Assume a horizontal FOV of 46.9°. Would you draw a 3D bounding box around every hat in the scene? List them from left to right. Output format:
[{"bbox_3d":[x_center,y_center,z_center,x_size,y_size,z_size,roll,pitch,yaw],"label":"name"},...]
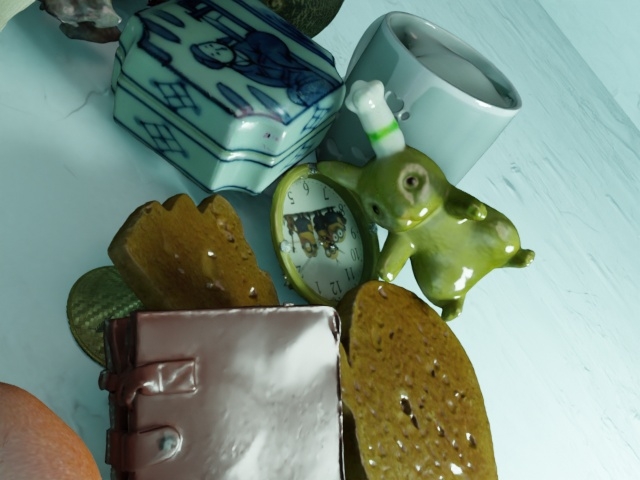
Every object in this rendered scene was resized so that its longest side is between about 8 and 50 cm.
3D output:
[{"bbox_3d":[-0.208,0.075,0.845,0.146,0.067,0.146,26,43,-27],"label":"hat"}]

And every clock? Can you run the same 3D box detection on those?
[{"bbox_3d":[0.000,0.000,1.100,0.237,0.057,0.237,24,57,-42],"label":"clock"}]

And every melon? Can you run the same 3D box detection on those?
[{"bbox_3d":[-0.069,-0.491,1.330,0.249,0.248,0.329,29,38,-23],"label":"melon"}]

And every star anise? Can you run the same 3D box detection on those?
[{"bbox_3d":[-0.364,-0.353,0.975,0.257,0.198,0.110,43,70,-4],"label":"star anise"}]

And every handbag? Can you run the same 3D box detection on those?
[{"bbox_3d":[-0.093,0.196,0.773,0.276,0.084,0.260,4,84,-43],"label":"handbag"}]

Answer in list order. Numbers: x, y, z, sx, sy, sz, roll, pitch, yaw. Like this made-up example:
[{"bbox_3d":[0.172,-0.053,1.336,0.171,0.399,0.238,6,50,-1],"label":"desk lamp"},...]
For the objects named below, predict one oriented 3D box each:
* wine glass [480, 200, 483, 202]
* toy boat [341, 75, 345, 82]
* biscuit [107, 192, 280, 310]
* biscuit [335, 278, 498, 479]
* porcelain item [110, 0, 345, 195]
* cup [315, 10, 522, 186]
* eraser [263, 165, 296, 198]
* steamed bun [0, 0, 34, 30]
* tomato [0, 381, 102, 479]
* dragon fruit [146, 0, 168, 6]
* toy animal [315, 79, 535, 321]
[{"bbox_3d":[0.232,-0.016,1.331,0.202,0.093,0.093,-18,71,-50],"label":"wine glass"},{"bbox_3d":[0.004,-0.330,1.427,0.149,0.034,0.105,37,37,-16],"label":"toy boat"},{"bbox_3d":[-0.148,0.041,0.888,0.301,0.043,0.278,30,38,-55],"label":"biscuit"},{"bbox_3d":[0.107,0.234,0.997,0.350,0.070,0.394,33,41,-28],"label":"biscuit"},{"bbox_3d":[-0.128,-0.223,1.056,0.281,0.157,0.286,38,43,9],"label":"porcelain item"},{"bbox_3d":[0.127,-0.225,1.256,0.259,0.274,0.356,10,39,-35],"label":"cup"},{"bbox_3d":[-0.062,-0.118,1.157,0.026,0.065,0.105,31,41,-22],"label":"eraser"},{"bbox_3d":[-0.481,-0.288,0.768,0.247,0.236,0.383,44,37,8],"label":"steamed bun"},{"bbox_3d":[-0.281,0.221,0.532,0.256,0.224,0.255,21,55,-33],"label":"tomato"},{"bbox_3d":[-0.265,-0.521,1.117,0.329,0.329,0.329,26,43,-27],"label":"dragon fruit"},{"bbox_3d":[0.135,-0.045,1.064,0.363,0.181,0.180,38,25,-29],"label":"toy animal"}]
